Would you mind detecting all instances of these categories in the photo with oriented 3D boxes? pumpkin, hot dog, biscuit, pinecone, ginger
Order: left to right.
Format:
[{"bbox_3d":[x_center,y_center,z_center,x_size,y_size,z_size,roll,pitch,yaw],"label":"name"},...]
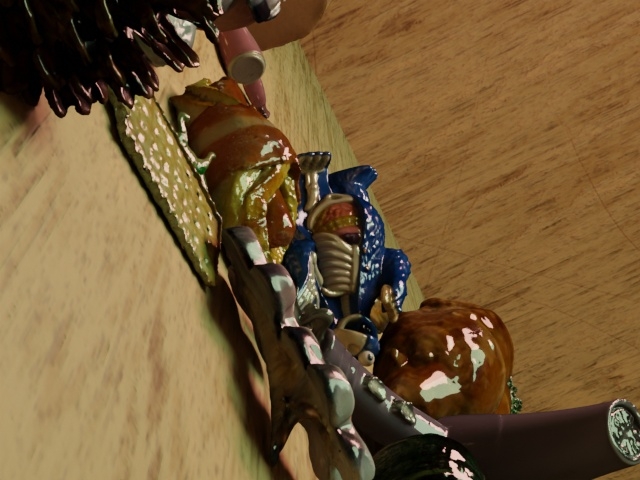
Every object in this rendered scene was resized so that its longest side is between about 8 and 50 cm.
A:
[{"bbox_3d":[-0.131,-0.161,0.897,0.163,0.165,0.163,-12,90,-85],"label":"pinecone"},{"bbox_3d":[-0.130,-0.067,1.177,0.144,0.016,0.203,-94,159,-61],"label":"biscuit"},{"bbox_3d":[-0.067,-0.071,1.377,0.123,0.093,0.262,54,12,-60],"label":"hot dog"},{"bbox_3d":[0.136,0.204,1.664,0.357,0.152,0.274,72,31,-62],"label":"ginger"},{"bbox_3d":[0.111,0.273,1.256,0.212,0.152,0.211,60,-9,16],"label":"pumpkin"}]

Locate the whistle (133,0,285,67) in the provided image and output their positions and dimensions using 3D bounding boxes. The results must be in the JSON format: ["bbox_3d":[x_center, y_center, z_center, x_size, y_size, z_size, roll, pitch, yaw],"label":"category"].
[{"bbox_3d":[-0.140,-0.276,1.470,0.189,0.189,0.348,62,29,-22],"label":"whistle"}]

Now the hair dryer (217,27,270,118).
[{"bbox_3d":[-0.099,-0.221,1.951,0.106,0.054,0.154,-115,-175,-46],"label":"hair dryer"}]

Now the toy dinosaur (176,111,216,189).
[{"bbox_3d":[-0.125,-0.078,1.264,0.120,0.029,0.060,56,28,-42],"label":"toy dinosaur"}]

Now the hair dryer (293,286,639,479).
[{"bbox_3d":[0.090,0.152,1.340,0.361,0.301,0.121,38,48,-27],"label":"hair dryer"}]

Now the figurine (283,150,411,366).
[{"bbox_3d":[0.018,0.028,1.622,0.164,0.121,0.262,22,50,-25],"label":"figurine"}]

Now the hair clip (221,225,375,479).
[{"bbox_3d":[-0.028,0.098,1.169,0.146,0.075,0.257,78,-8,-49],"label":"hair clip"}]

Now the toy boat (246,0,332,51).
[{"bbox_3d":[-0.061,-0.335,2.027,0.061,0.188,0.116,-87,153,-58],"label":"toy boat"}]

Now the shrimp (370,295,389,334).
[{"bbox_3d":[0.057,0.055,1.904,0.145,0.059,0.254,-99,162,-60],"label":"shrimp"}]

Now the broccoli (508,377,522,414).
[{"bbox_3d":[0.189,0.224,2.129,0.219,0.194,0.194,27,5,4],"label":"broccoli"}]
